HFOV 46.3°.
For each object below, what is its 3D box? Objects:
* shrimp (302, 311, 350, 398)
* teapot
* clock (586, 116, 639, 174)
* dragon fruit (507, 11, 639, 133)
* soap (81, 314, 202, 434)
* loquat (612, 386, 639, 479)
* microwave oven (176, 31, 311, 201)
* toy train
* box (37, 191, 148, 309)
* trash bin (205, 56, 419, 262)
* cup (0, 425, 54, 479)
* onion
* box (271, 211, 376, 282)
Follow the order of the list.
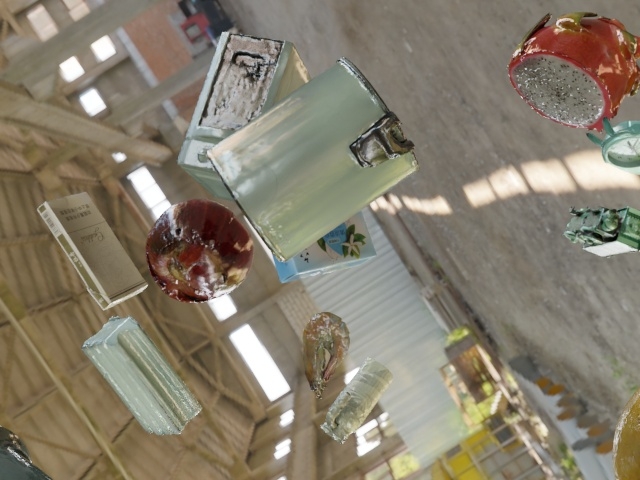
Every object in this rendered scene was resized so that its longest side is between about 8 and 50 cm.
[{"bbox_3d":[0.007,0.243,1.570,0.042,0.101,0.190,-24,-58,-74],"label":"shrimp"},{"bbox_3d":[0.081,0.368,1.739,0.077,0.200,0.107,27,157,30],"label":"teapot"},{"bbox_3d":[0.524,-0.164,1.266,0.101,0.135,0.041,126,158,-58],"label":"clock"},{"bbox_3d":[0.630,-0.431,1.801,0.305,0.225,0.305,35,169,8],"label":"dragon fruit"},{"bbox_3d":[-0.377,0.284,1.583,0.150,0.094,0.261,-17,111,47],"label":"soap"},{"bbox_3d":[0.454,0.247,0.808,0.263,0.263,0.263,58,-179,-2],"label":"loquat"},{"bbox_3d":[-0.151,-0.241,1.550,0.181,0.295,0.237,13,168,16],"label":"microwave oven"},{"bbox_3d":[0.734,-0.025,1.953,0.154,0.115,0.269,21,174,-1],"label":"toy train"},{"bbox_3d":[-0.378,0.014,1.248,0.198,0.029,0.109,57,-156,0],"label":"box"},{"bbox_3d":[-0.013,-0.125,1.181,0.217,0.262,0.277,55,180,-20],"label":"trash bin"},{"bbox_3d":[-0.307,0.291,0.717,0.150,0.199,0.199,11,155,27],"label":"cup"},{"bbox_3d":[-0.308,0.024,1.902,0.276,0.276,0.276,58,-179,-2],"label":"onion"},{"bbox_3d":[0.000,0.000,1.697,0.083,0.232,0.142,-31,73,52],"label":"box"}]
